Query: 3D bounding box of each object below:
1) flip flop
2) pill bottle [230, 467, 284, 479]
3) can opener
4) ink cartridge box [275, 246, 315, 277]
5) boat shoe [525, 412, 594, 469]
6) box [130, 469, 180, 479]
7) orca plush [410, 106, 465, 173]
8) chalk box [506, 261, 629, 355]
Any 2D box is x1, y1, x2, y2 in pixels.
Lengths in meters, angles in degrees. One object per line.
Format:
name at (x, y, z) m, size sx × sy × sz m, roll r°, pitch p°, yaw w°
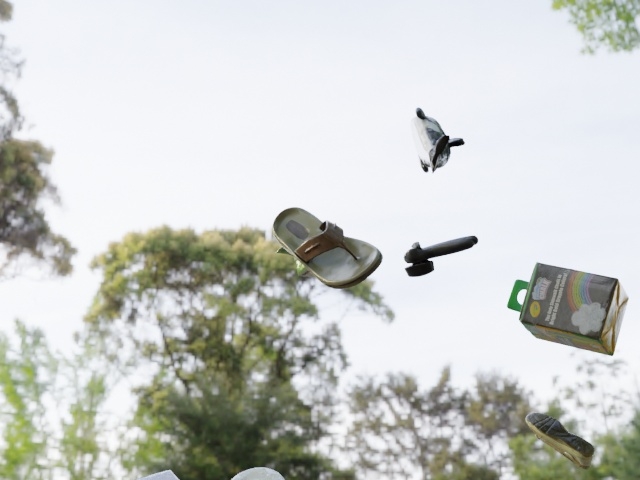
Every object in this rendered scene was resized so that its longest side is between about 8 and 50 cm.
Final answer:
flip flop at (0.000, 0.000, 1.663) m, size 0.112 × 0.277 × 0.080 m, roll -44°, pitch -43°, yaw -12°
pill bottle at (-0.089, 0.488, 1.462) m, size 0.121 × 0.121 × 0.221 m, roll -5°, pitch -60°, yaw 7°
can opener at (0.266, 0.023, 1.986) m, size 0.186 × 0.059 × 0.073 m, roll -22°, pitch -77°, yaw 29°
ink cartridge box at (0.009, 0.042, 2.180) m, size 0.209 × 0.062 × 0.109 m, roll 10°, pitch -34°, yaw -38°
boat shoe at (0.468, 0.394, 1.758) m, size 0.056 × 0.153 × 0.048 m, roll -25°, pitch -52°, yaw -38°
box at (-0.215, 0.418, 1.197) m, size 0.108 × 0.153 × 0.207 m, roll -10°, pitch 5°, yaw -24°
orca plush at (0.271, -0.230, 1.990) m, size 0.102 × 0.151 × 0.287 m, roll -10°, pitch 6°, yaw 1°
chalk box at (0.483, 0.132, 1.779) m, size 0.213 × 0.132 × 0.132 m, roll 12°, pitch -14°, yaw 33°
